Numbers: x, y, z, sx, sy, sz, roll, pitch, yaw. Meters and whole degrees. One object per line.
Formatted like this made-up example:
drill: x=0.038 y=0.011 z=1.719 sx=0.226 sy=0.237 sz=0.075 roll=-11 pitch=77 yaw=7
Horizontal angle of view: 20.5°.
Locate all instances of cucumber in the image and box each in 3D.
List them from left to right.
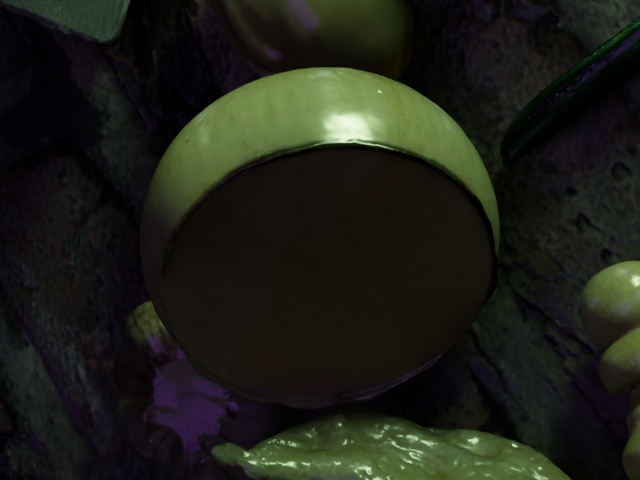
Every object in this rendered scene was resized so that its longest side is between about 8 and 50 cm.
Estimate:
cucumber: x=0.196 y=-0.118 z=1.272 sx=0.184 sy=0.036 sz=0.033 roll=-38 pitch=64 yaw=22

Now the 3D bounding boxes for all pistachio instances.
pistachio: x=-0.012 y=-0.189 z=1.330 sx=0.144 sy=0.144 sz=0.215 roll=-40 pitch=67 yaw=22

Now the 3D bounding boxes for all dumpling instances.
dumpling: x=0.096 y=0.176 z=1.270 sx=0.332 sy=0.166 sz=0.086 roll=12 pitch=80 yaw=11

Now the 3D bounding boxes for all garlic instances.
garlic: x=-0.093 y=0.115 z=1.392 sx=0.147 sy=0.102 sz=0.159 roll=-26 pitch=90 yaw=12

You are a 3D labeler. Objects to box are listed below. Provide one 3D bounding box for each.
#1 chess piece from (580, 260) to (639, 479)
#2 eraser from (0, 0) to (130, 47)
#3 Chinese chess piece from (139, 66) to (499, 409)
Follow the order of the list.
chess piece: x=0.238 y=0.095 z=1.229 sx=0.094 sy=0.094 sz=0.171 roll=-25 pitch=72 yaw=26
eraser: x=-0.278 y=-0.262 z=1.497 sx=0.352 sy=0.077 sz=0.111 roll=24 pitch=102 yaw=26
Chinese chess piece: x=0.000 y=0.000 z=1.260 sx=0.257 sy=0.257 sz=0.104 roll=-43 pitch=33 yaw=21
